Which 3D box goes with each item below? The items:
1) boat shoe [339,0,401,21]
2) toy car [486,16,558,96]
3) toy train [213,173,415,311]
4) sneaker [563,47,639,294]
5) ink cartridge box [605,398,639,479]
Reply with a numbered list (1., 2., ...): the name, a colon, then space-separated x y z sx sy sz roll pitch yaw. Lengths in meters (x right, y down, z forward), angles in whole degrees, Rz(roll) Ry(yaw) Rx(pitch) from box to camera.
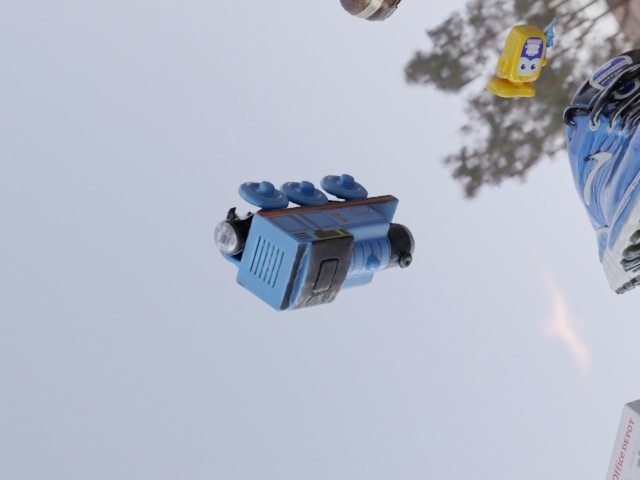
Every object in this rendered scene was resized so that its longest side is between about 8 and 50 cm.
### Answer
1. boat shoe: 0.094 -0.292 1.039 0.095 0.095 0.257 23 -103 -22
2. toy car: 0.136 -0.065 0.511 0.122 0.040 0.060 4 -151 -14
3. toy train: 0.000 0.000 1.014 0.184 0.080 0.105 -8 -145 -47
4. sneaker: 0.216 -0.061 0.827 0.330 0.130 0.147 68 176 -78
5. ink cartridge box: 0.318 0.194 1.065 0.090 0.092 0.143 -11 -147 -29
